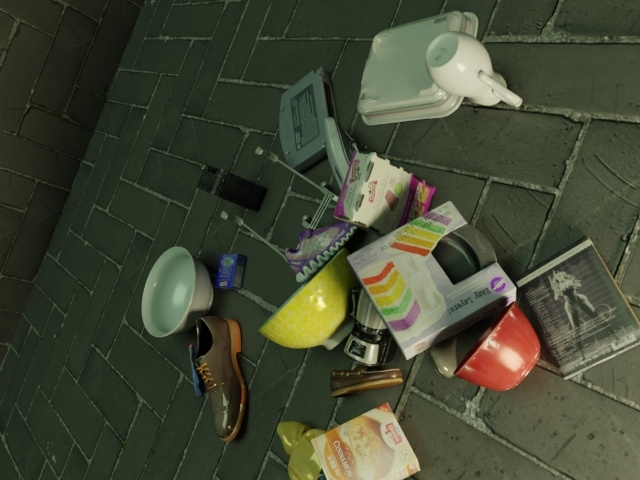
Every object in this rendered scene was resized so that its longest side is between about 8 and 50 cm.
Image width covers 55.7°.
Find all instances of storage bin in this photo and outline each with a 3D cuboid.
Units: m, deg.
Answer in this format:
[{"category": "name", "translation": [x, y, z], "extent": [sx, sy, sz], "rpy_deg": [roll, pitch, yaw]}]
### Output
[{"category": "storage bin", "translation": [-0.278, -0.165, 1.894], "extent": [0.122, 0.180, 0.084], "rpy_deg": [25, 94, 48]}]

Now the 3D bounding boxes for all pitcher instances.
[{"category": "pitcher", "translation": [0.338, -0.363, 1.326], "extent": [0.178, 0.207, 0.125], "rpy_deg": [41, 105, 45]}]

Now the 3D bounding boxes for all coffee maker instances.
[{"category": "coffee maker", "translation": [0.142, 0.181, 1.368], "extent": [0.120, 0.171, 0.178], "rpy_deg": [36, 118, 53]}]

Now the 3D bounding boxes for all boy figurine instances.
[{"category": "boy figurine", "translation": [-0.010, 0.522, 1.413], "extent": [0.285, 0.092, 0.177], "rpy_deg": [26, 94, 48]}]

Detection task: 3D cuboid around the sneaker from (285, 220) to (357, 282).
[{"category": "sneaker", "translation": [0.000, 0.000, 1.566], "extent": [0.236, 0.095, 0.104], "rpy_deg": [-42, 88, 9]}]

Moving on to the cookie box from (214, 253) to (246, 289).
[{"category": "cookie box", "translation": [-0.282, 0.099, 1.896], "extent": [0.092, 0.040, 0.107], "rpy_deg": [-5, 71, 44]}]

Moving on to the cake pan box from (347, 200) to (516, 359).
[{"category": "cake pan box", "translation": [0.225, 0.074, 1.235], "extent": [0.267, 0.070, 0.245], "rpy_deg": [-27, 61, -2]}]

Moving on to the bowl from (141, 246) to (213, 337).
[{"category": "bowl", "translation": [-0.441, 0.176, 1.960], "extent": [0.298, 0.134, 0.297], "rpy_deg": [-19, 61, 40]}]

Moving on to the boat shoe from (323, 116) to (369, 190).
[{"category": "boat shoe", "translation": [0.086, -0.212, 1.605], "extent": [0.102, 0.108, 0.301], "rpy_deg": [-14, 56, -9]}]

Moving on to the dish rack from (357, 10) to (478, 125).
[{"category": "dish rack", "translation": [0.231, -0.452, 1.574], "extent": [0.333, 0.072, 0.285], "rpy_deg": [3, 77, 47]}]

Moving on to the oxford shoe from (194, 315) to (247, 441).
[{"category": "oxford shoe", "translation": [-0.303, 0.389, 1.733], "extent": [0.130, 0.133, 0.363], "rpy_deg": [-33, 53, 32]}]

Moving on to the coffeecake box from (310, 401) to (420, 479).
[{"category": "coffeecake box", "translation": [0.094, 0.454, 1.283], "extent": [0.186, 0.068, 0.142], "rpy_deg": [-25, 49, -6]}]

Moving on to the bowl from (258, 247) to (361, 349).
[{"category": "bowl", "translation": [0.006, 0.170, 1.464], "extent": [0.156, 0.289, 0.289], "rpy_deg": [46, 115, 0]}]

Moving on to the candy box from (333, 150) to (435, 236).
[{"category": "candy box", "translation": [0.150, -0.090, 1.387], "extent": [0.071, 0.233, 0.159], "rpy_deg": [14, 84, 47]}]

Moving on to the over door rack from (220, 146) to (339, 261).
[{"category": "over door rack", "translation": [-0.093, -0.088, 1.709], "extent": [0.324, 0.108, 0.239], "rpy_deg": [34, 100, 26]}]

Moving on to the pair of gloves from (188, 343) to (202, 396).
[{"category": "pair of gloves", "translation": [-0.377, 0.391, 1.823], "extent": [0.198, 0.023, 0.159], "rpy_deg": [129, 132, -73]}]

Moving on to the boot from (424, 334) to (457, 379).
[{"category": "boot", "translation": [0.292, 0.154, 1.264], "extent": [0.161, 0.083, 0.246], "rpy_deg": [-22, 61, 32]}]

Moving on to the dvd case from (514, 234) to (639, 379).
[{"category": "dvd case", "translation": [0.476, 0.123, 1.129], "extent": [0.164, 0.018, 0.221], "rpy_deg": [-39, 51, 30]}]

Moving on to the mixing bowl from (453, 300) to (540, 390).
[{"category": "mixing bowl", "translation": [0.344, 0.213, 1.139], "extent": [0.098, 0.181, 0.181], "rpy_deg": [39, 106, 13]}]

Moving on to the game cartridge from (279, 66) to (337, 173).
[{"category": "game cartridge", "translation": [-0.040, -0.357, 1.825], "extent": [0.198, 0.062, 0.297], "rpy_deg": [-32, 54, 38]}]

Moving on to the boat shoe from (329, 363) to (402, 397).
[{"category": "boat shoe", "translation": [0.098, 0.312, 1.398], "extent": [0.207, 0.073, 0.073], "rpy_deg": [-22, 61, 38]}]
